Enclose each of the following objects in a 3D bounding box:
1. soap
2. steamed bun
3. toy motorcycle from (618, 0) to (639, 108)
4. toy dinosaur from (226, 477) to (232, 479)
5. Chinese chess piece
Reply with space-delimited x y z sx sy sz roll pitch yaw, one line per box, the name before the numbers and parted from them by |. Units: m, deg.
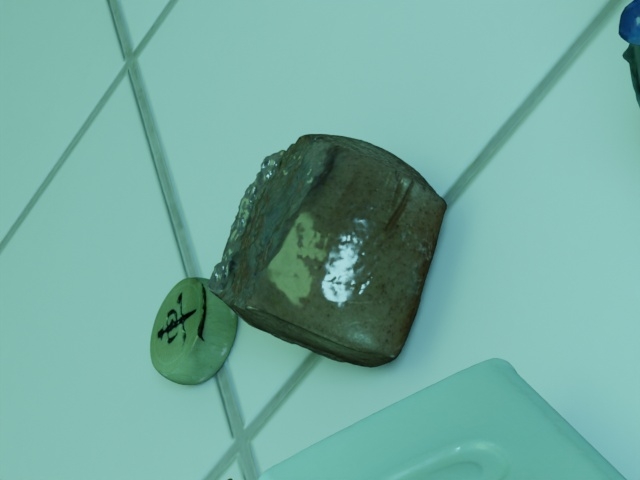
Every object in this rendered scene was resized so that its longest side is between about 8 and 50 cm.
soap | 0.092 0.178 0.764 0.160 0.087 0.265 -25 33 -11
steamed bun | 0.000 0.000 1.054 0.175 0.106 0.145 9 79 59
toy motorcycle | 0.253 -0.193 0.755 0.241 0.182 0.319 1 84 33
toy dinosaur | -0.001 0.191 0.909 0.212 0.142 0.057 22 91 55
Chinese chess piece | -0.099 0.069 1.222 0.084 0.034 0.084 -34 45 42
